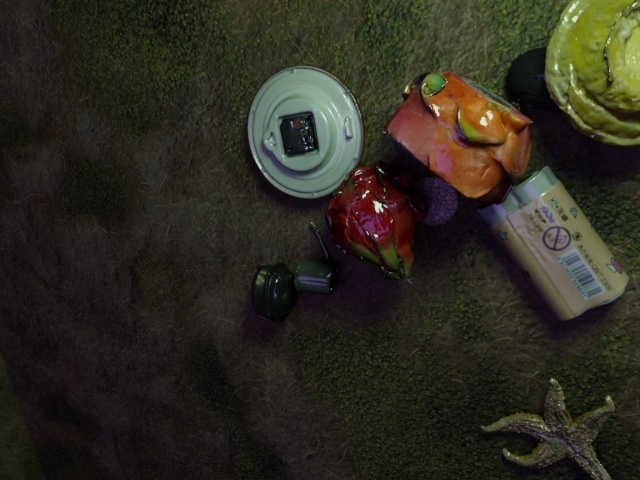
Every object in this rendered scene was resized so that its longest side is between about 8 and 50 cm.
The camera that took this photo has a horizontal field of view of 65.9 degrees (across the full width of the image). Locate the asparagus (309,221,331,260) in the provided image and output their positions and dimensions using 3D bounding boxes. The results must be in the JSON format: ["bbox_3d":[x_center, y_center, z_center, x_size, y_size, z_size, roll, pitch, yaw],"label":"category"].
[{"bbox_3d":[0.000,0.000,1.293,0.014,0.015,0.115,-20,98,32],"label":"asparagus"}]

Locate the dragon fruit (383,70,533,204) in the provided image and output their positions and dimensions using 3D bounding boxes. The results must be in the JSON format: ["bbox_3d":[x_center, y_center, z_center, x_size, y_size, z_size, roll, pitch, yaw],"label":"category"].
[{"bbox_3d":[0.271,-0.211,0.942,0.290,0.290,0.189,36,110,11],"label":"dragon fruit"}]

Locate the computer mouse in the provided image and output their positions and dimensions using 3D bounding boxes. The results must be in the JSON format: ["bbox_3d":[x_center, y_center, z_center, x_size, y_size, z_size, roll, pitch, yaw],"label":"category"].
[{"bbox_3d":[0.464,-0.302,0.931,0.217,0.073,0.122,13,114,19],"label":"computer mouse"}]

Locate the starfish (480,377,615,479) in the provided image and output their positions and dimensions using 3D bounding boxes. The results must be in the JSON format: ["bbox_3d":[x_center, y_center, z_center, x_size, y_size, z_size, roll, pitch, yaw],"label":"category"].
[{"bbox_3d":[0.550,0.439,1.149,0.299,0.060,0.303,25,122,24],"label":"starfish"}]

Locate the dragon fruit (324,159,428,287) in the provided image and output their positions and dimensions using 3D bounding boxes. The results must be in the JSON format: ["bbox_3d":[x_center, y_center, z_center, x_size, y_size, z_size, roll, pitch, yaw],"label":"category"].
[{"bbox_3d":[0.136,-0.036,1.089,0.234,0.233,0.293,-44,68,30],"label":"dragon fruit"}]

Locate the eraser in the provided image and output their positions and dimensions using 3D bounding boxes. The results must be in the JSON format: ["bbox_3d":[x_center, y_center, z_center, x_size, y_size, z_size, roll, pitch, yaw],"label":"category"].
[{"bbox_3d":[0.478,0.011,1.025,0.171,0.087,0.291,-36,90,29],"label":"eraser"}]

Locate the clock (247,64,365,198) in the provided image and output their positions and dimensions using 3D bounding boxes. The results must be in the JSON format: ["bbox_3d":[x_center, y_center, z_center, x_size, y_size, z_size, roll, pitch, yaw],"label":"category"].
[{"bbox_3d":[-0.042,-0.255,1.190,0.318,0.080,0.319,8,111,23],"label":"clock"}]

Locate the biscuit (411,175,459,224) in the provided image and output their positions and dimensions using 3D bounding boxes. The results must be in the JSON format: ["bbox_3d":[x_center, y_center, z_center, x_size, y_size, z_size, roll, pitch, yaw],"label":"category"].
[{"bbox_3d":[0.258,-0.091,1.136,0.120,0.015,0.120,9,112,23],"label":"biscuit"}]

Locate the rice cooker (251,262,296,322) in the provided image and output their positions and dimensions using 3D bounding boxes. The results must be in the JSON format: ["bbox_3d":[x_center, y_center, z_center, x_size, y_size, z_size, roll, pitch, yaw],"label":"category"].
[{"bbox_3d":[-0.128,0.142,1.349,0.106,0.112,0.166,6,110,30],"label":"rice cooker"}]

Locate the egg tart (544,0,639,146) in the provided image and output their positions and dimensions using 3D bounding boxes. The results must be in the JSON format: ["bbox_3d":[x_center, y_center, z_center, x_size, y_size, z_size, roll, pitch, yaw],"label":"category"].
[{"bbox_3d":[0.531,-0.306,0.825,0.289,0.115,0.291,0,95,0],"label":"egg tart"}]

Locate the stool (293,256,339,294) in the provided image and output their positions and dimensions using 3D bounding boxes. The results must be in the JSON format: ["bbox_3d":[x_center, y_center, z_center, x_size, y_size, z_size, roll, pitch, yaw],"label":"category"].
[{"bbox_3d":[-0.010,0.095,1.287,0.110,0.096,0.096,7,110,18],"label":"stool"}]
